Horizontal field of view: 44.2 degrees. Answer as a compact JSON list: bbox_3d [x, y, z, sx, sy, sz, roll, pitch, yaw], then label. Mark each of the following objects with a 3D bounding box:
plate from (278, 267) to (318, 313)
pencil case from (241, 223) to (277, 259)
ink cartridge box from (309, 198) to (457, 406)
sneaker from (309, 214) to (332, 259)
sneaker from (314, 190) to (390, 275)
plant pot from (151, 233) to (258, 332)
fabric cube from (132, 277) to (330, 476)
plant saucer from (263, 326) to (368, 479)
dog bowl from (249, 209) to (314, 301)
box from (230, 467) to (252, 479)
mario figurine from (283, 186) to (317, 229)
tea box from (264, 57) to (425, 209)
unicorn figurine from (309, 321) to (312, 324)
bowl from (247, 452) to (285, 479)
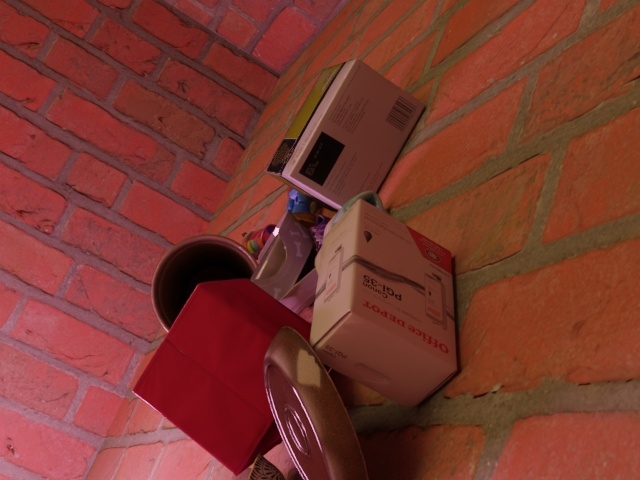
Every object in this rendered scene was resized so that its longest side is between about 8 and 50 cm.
[{"bbox_3d":[-0.050,0.136,1.799,0.277,0.045,0.278,-46,-6,37],"label":"plate"},{"bbox_3d":[-0.175,0.004,2.463,0.104,0.104,0.236,-64,18,-13],"label":"pencil case"},{"bbox_3d":[0.106,0.096,1.271,0.117,0.207,0.283,-49,20,34],"label":"ink cartridge box"},{"bbox_3d":[0.000,0.000,1.992,0.068,0.071,0.170,-49,21,34],"label":"sneaker"},{"bbox_3d":[0.080,0.001,1.644,0.150,0.135,0.366,-54,19,25],"label":"sneaker"},{"bbox_3d":[-0.323,0.159,2.355,0.323,0.323,0.280,-62,-1,-8],"label":"plant pot"},{"bbox_3d":[-0.153,0.252,1.533,0.259,0.258,0.254,-57,-13,8],"label":"fabric cube"},{"bbox_3d":[-0.019,0.287,1.223,0.050,0.311,0.310,-22,5,-19],"label":"plant saucer"},{"bbox_3d":[-0.130,0.095,2.072,0.349,0.102,0.349,-59,7,11],"label":"dog bowl"},{"bbox_3d":[-0.170,0.535,1.517,0.186,0.038,0.145,102,-175,-54],"label":"box"},{"bbox_3d":[-0.017,-0.160,2.305,0.198,0.170,0.321,-5,60,26],"label":"mario figurine"},{"bbox_3d":[0.051,-0.258,2.016,0.329,0.220,0.323,-60,17,0],"label":"tea box"},{"bbox_3d":[-0.042,0.228,1.768,0.162,0.060,0.111,-36,14,24],"label":"unicorn figurine"},{"bbox_3d":[-0.100,0.478,1.418,0.170,0.080,0.170,17,-90,-86],"label":"bowl"}]
